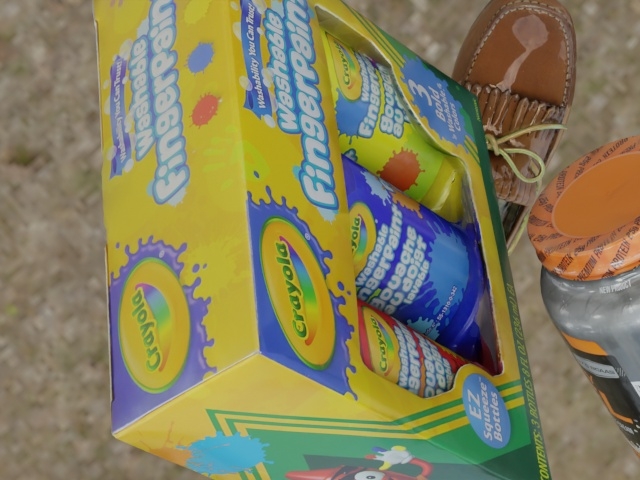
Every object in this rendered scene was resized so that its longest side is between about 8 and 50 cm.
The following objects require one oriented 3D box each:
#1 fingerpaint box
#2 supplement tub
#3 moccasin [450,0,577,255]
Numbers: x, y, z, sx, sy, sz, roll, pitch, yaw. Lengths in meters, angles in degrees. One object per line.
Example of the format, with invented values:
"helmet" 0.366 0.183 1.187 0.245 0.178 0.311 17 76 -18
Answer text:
"fingerpaint box" 0.000 0.000 1.560 0.163 0.444 0.371 -31 138 30
"supplement tub" 0.315 0.074 1.594 0.193 0.193 0.316 -39 117 -10
"moccasin" 0.165 -0.077 1.896 0.147 0.139 0.380 -76 -172 -62
